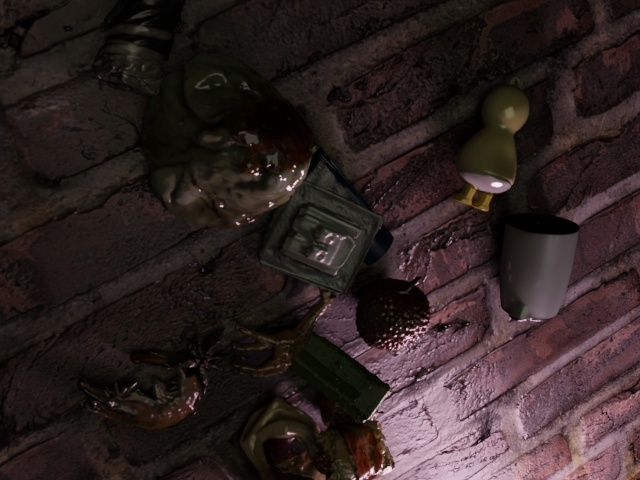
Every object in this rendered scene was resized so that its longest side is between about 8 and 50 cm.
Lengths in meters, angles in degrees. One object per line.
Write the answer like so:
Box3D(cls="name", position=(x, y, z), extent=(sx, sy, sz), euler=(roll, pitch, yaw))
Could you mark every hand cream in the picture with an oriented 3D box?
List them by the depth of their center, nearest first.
Box3D(cls="hand cream", position=(0.042, -0.065, 1.187), extent=(0.120, 0.061, 0.270), euler=(-47, 113, -4))

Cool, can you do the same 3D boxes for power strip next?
Box3D(cls="power strip", position=(0.000, 0.000, 1.142), extent=(0.213, 0.064, 0.198), euler=(21, 105, -11))

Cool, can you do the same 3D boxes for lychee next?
Box3D(cls="lychee", position=(0.160, 0.152, 1.245), extent=(0.165, 0.165, 0.197), euler=(6, 121, -24))

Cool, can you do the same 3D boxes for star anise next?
Box3D(cls="star anise", position=(-0.237, 0.230, 1.167), extent=(0.124, 0.056, 0.129), euler=(45, 74, -23))

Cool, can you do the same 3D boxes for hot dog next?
Box3D(cls="hot dog", position=(0.067, 0.464, 1.244), extent=(0.103, 0.146, 0.213), euler=(-32, 150, 34))

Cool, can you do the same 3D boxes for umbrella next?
Box3D(cls="umbrella", position=(-0.257, -0.408, 0.939), extent=(0.113, 0.106, 0.357), euler=(26, 89, -36))

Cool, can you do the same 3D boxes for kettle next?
Box3D(cls="kettle", position=(0.529, 0.062, 1.381), extent=(0.221, 0.161, 0.236), euler=(-22, 119, -49))

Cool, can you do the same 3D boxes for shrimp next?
Box3D(cls="shrimp", position=(-0.350, 0.293, 1.146), extent=(0.253, 0.058, 0.173), euler=(34, 84, -31))

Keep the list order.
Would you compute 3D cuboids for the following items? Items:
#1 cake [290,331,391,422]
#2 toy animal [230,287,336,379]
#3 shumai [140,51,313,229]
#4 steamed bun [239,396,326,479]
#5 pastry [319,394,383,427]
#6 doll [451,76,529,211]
Box3D(cls="cake", position=(0.034, 0.289, 1.229), extent=(0.235, 0.099, 0.100), euler=(36, 84, -2))
Box3D(cls="toy animal", position=(-0.072, 0.200, 1.221), extent=(0.276, 0.054, 0.149), euler=(-24, 99, -11))
Box3D(cls="shumai", position=(-0.148, -0.143, 0.965), extent=(0.309, 0.263, 0.304), euler=(37, 89, -28))
Box3D(cls="steamed bun", position=(-0.040, 0.566, 1.294), extent=(0.247, 0.189, 0.428), euler=(-36, 118, 1))
Box3D(cls="pastry", position=(0.068, 0.384, 1.330), extent=(0.154, 0.081, 0.153), euler=(-6, 115, -12))
Box3D(cls="doll", position=(0.378, -0.214, 1.250), extent=(0.142, 0.117, 0.296), euler=(18, 86, -20))
